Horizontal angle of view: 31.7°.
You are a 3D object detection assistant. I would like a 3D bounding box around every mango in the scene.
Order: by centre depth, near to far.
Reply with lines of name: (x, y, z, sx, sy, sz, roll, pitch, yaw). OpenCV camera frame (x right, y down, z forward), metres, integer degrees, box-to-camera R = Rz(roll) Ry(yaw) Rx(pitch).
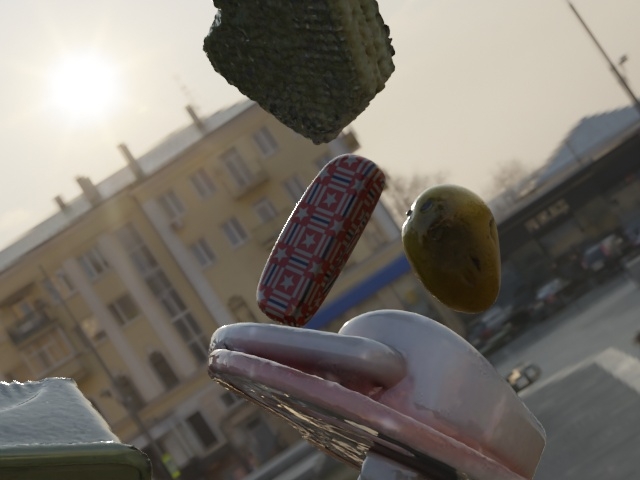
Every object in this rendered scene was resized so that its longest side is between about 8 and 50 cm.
mango: (0.194, 0.014, 1.602, 0.137, 0.195, 0.098, -29, 4, 4)

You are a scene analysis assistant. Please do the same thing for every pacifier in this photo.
pacifier: (0.048, 0.164, 0.721, 0.220, 0.273, 0.332, -19, -31, 16)

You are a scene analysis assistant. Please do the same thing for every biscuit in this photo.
biscuit: (-0.059, -0.167, 0.709, 0.147, 0.250, 0.046, -37, 19, 56)

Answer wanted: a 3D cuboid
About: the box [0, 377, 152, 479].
box: (-0.305, 0.205, 0.980, 0.274, 0.138, 0.178, 5, 16, -30)

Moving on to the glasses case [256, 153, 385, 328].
glasses case: (0.000, 0.000, 1.172, 0.194, 0.073, 0.049, -60, -37, -9)
